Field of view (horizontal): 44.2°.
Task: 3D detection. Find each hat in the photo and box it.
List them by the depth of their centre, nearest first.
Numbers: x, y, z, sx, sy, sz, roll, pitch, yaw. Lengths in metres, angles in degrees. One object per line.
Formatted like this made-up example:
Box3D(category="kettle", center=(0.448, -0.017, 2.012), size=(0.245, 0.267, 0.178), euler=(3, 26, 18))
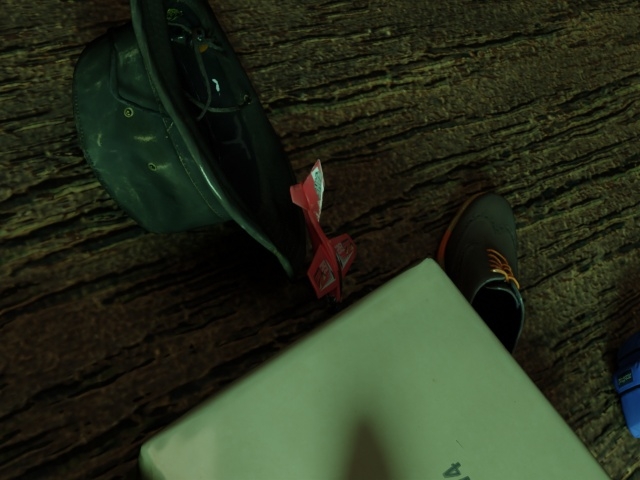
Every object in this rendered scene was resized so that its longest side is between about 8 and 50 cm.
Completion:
Box3D(category="hat", center=(-0.131, -0.094, 0.695), size=(0.134, 0.331, 0.331), euler=(-23, 70, 8))

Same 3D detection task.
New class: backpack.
Box3D(category="backpack", center=(0.373, 0.150, 0.851), size=(0.101, 0.098, 0.120), euler=(5, 62, -20))

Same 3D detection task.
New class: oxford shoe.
Box3D(category="oxford shoe", center=(0.176, 0.048, 0.807), size=(0.097, 0.098, 0.271), euler=(24, 55, -13))

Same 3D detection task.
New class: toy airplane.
Box3D(category="toy airplane", center=(0.000, 0.000, 0.745), size=(0.028, 0.151, 0.151), euler=(-7, 57, 18))

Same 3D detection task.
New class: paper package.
Box3D(category="paper package", center=(0.056, 0.227, 0.593), size=(0.309, 0.168, 0.325), euler=(-29, 76, -36))
